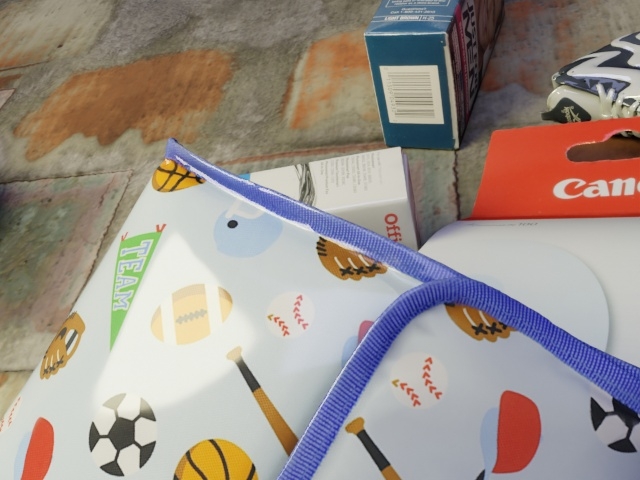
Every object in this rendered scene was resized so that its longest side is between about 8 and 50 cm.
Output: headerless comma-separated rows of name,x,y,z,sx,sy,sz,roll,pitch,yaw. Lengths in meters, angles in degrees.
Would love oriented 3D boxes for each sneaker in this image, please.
sneaker,0.342,-0.146,0.808,0.153,0.094,0.234,-17,50,11

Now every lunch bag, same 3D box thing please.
lunch bag,-0.010,0.157,0.457,0.386,0.239,0.327,28,84,27

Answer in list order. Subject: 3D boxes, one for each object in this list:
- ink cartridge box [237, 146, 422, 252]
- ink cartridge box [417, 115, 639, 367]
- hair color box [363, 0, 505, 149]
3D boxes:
ink cartridge box,0.000,0.000,0.722,0.203,0.148,0.085,-9,42,10
ink cartridge box,0.250,-0.004,0.625,0.308,0.091,0.384,-1,52,34
hair color box,0.170,-0.299,0.952,0.105,0.173,0.347,6,48,22
